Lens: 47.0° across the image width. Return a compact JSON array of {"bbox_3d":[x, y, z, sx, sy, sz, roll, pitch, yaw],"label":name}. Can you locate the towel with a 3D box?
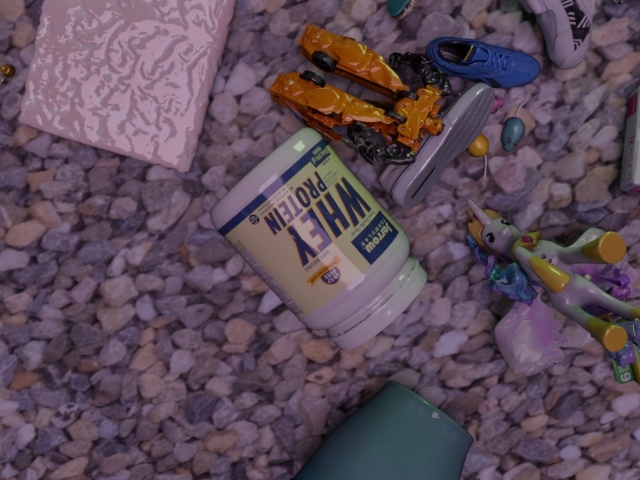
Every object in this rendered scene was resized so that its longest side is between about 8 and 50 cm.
[{"bbox_3d":[-0.336,-0.315,1.282,0.317,0.053,0.332,16,96,-2],"label":"towel"}]

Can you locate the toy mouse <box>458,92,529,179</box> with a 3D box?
[{"bbox_3d":[0.318,-0.214,1.319,0.143,0.031,0.161,-32,97,3],"label":"toy mouse"}]

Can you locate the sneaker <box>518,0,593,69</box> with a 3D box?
[{"bbox_3d":[0.326,-0.451,1.232,0.210,0.137,0.366,-11,115,11],"label":"sneaker"}]

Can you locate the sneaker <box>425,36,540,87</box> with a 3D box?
[{"bbox_3d":[0.287,-0.310,1.283,0.209,0.082,0.069,10,95,-4],"label":"sneaker"}]

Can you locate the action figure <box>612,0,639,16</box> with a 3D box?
[{"bbox_3d":[0.547,-0.500,1.249,0.285,0.099,0.185,47,111,1],"label":"action figure"}]

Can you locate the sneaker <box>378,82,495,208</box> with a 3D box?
[{"bbox_3d":[0.195,-0.179,1.287,0.258,0.094,0.091,-49,55,4],"label":"sneaker"}]

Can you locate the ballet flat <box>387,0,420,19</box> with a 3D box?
[{"bbox_3d":[0.177,-0.496,1.260,0.077,0.091,0.241,3,104,-34],"label":"ballet flat"}]

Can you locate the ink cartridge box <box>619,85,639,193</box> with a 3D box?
[{"bbox_3d":[0.695,-0.152,1.299,0.311,0.065,0.186,10,79,0],"label":"ink cartridge box"}]

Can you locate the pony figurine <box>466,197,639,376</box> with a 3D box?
[{"bbox_3d":[0.414,0.078,1.236,0.303,0.363,0.351,-46,112,-3],"label":"pony figurine"}]

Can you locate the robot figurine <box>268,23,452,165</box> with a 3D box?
[{"bbox_3d":[0.074,-0.242,1.239,0.291,0.085,0.211,28,79,10],"label":"robot figurine"}]

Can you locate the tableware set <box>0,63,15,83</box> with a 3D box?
[{"bbox_3d":[-0.612,-0.324,1.291,0.154,0.024,0.104,29,92,-4],"label":"tableware set"}]

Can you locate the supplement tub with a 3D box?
[{"bbox_3d":[0.000,0.000,1.237,0.235,0.235,0.325,-42,96,4],"label":"supplement tub"}]

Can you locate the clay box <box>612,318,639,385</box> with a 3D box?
[{"bbox_3d":[0.654,0.188,1.368,0.222,0.053,0.127,-18,97,0],"label":"clay box"}]

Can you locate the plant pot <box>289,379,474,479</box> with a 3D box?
[{"bbox_3d":[0.128,0.399,1.292,0.271,0.271,0.255,38,80,-6],"label":"plant pot"}]
